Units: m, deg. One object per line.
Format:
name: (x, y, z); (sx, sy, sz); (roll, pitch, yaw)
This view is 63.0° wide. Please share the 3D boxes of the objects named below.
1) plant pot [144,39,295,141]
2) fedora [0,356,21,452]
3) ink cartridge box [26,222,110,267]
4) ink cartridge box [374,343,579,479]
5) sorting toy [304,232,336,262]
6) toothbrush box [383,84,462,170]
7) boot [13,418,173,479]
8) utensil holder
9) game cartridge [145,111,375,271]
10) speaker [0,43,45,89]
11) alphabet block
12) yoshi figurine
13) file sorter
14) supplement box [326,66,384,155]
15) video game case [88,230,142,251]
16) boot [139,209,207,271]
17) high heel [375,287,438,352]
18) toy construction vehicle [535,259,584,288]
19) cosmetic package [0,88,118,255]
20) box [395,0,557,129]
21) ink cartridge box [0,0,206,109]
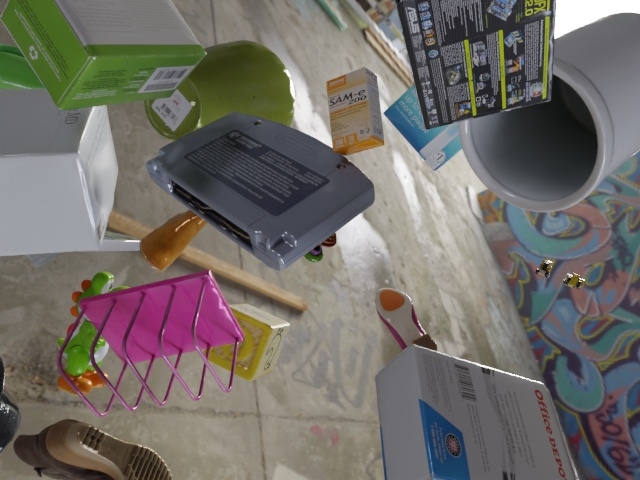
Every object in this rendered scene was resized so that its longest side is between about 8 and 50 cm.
plant pot: (-0.239, -0.305, 1.161); (0.274, 0.275, 0.293); (60, 27, -5)
fedora: (-0.841, 0.434, 1.259); (0.152, 0.334, 0.333); (56, 25, -38)
ink cartridge box: (-0.599, -0.072, 1.100); (0.232, 0.066, 0.189); (54, 47, -9)
ink cartridge box: (0.163, 0.208, 0.556); (0.191, 0.082, 0.139); (21, 42, -21)
sorting toy: (0.000, 0.000, 1.168); (0.061, 0.042, 0.102); (42, 51, 2)
toothbrush box: (0.355, -0.363, 1.415); (0.216, 0.296, 0.126); (50, 15, 2)
boot: (-0.399, 0.405, 0.931); (0.248, 0.207, 0.090); (52, 36, -24)
utensil holder: (0.550, -0.290, 1.130); (0.386, 0.328, 0.327); (-32, 96, -27)
game cartridge: (-0.080, -0.086, 0.724); (0.196, 0.294, 0.060); (-38, 143, -26)
speaker: (-0.730, -0.409, 1.333); (0.297, 0.131, 0.131); (9, 57, -41)
alphabet block: (-0.240, 0.328, 1.728); (0.197, 0.194, 0.192); (17, 93, -75)
yoshi figurine: (-0.660, 0.282, 1.604); (0.203, 0.204, 0.361); (14, 88, -44)
file sorter: (-0.334, 0.220, 1.059); (0.182, 0.291, 0.202); (-91, 166, -53)
supplement box: (0.045, -0.168, 0.689); (0.036, 0.062, 0.098); (6, 75, -56)
video game case: (-0.708, -0.012, 1.515); (0.329, 0.300, 0.036); (4, 97, -75)
boot: (-0.395, -0.035, 1.507); (0.104, 0.211, 0.295); (52, 8, -18)
high heel: (0.192, 0.204, 1.137); (0.244, 0.082, 0.117); (47, -22, 51)
toy construction vehicle: (0.471, 0.065, 1.020); (0.098, 0.086, 0.035); (14, 98, -59)
cosmetic package: (-0.484, -0.092, 0.686); (0.217, 0.386, 0.156); (-110, -162, -50)
box: (0.245, -0.304, 0.813); (0.270, 0.217, 0.060); (56, 26, -54)
ink cartridge box: (-0.293, -0.303, 0.646); (0.255, 0.097, 0.189); (56, 34, 1)
